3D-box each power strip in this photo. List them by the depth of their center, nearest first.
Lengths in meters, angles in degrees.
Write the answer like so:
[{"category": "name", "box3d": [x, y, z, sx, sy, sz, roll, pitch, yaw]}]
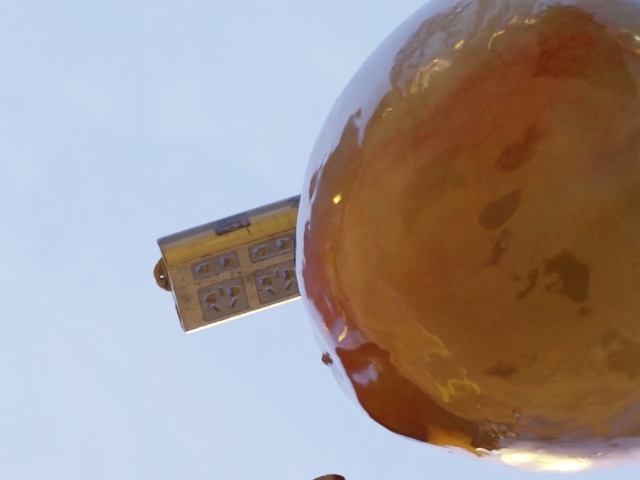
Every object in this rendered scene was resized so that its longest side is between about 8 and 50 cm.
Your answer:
[{"category": "power strip", "box3d": [0.000, 0.000, 1.501, 0.268, 0.034, 0.092, -17, -47, -7]}]

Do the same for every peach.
[{"category": "peach", "box3d": [0.124, -0.002, 1.059, 0.292, 0.247, 0.292, -6, -66, -13]}]

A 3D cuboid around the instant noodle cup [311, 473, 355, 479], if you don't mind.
[{"category": "instant noodle cup", "box3d": [-0.036, 0.274, 1.135, 0.258, 0.181, 0.302, 23, -102, -1]}]
